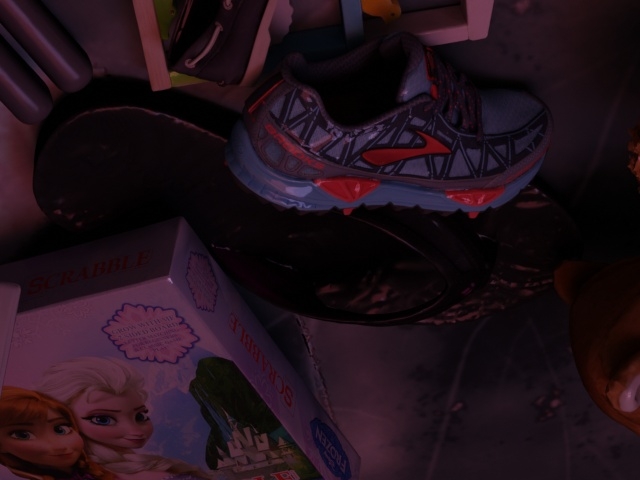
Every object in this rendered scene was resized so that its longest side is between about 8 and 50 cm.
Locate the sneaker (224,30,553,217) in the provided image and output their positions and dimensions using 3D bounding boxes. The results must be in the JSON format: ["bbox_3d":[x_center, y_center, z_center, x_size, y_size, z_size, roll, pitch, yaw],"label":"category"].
[{"bbox_3d":[0.068,-0.087,1.179,0.262,0.104,0.125,-7,140,-29],"label":"sneaker"}]

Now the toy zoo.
[{"bbox_3d":[0.011,-0.209,1.146,0.293,0.030,0.192,-10,131,-1],"label":"toy zoo"}]

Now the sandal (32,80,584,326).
[{"bbox_3d":[-0.002,0.002,1.274,0.446,0.107,0.167,11,128,-18],"label":"sandal"}]

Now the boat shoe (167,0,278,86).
[{"bbox_3d":[-0.059,-0.185,1.086,0.065,0.075,0.206,1,135,-14],"label":"boat shoe"}]

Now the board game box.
[{"bbox_3d":[-0.176,0.140,1.342,0.319,0.066,0.318,-15,133,23],"label":"board game box"}]

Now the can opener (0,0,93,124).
[{"bbox_3d":[-0.255,-0.182,1.086,0.074,0.093,0.280,-36,127,5],"label":"can opener"}]

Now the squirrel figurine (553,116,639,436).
[{"bbox_3d":[0.342,-0.018,1.217,0.370,0.281,0.397,-22,124,9],"label":"squirrel figurine"}]

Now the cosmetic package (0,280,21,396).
[{"bbox_3d":[-0.334,0.124,1.096,0.197,0.155,0.365,13,159,-15],"label":"cosmetic package"}]
